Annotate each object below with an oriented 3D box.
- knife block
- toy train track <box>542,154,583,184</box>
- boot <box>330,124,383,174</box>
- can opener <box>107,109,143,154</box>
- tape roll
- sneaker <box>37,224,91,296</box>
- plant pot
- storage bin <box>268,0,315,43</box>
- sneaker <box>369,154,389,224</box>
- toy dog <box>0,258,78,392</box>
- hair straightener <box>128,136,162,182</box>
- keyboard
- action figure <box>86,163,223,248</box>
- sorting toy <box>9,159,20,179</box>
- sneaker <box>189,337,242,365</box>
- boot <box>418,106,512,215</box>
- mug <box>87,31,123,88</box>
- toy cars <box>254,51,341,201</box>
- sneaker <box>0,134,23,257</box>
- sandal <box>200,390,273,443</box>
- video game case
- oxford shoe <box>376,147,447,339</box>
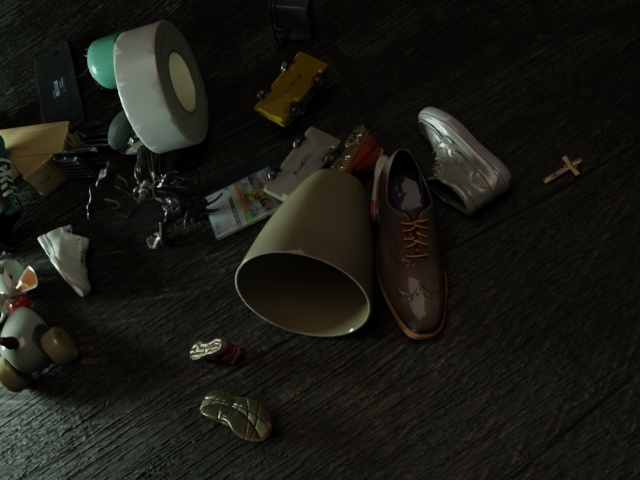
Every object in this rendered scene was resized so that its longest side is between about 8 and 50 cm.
[{"bbox_3d":[-0.635,-0.240,1.971,0.242,0.088,0.276,-42,57,-8],"label":"knife block"},{"bbox_3d":[0.473,-0.134,1.571,0.083,0.014,0.048,-32,63,7],"label":"toy train track"},{"bbox_3d":[0.075,-0.155,1.678,0.059,0.084,0.158,3,56,56],"label":"boot"},{"bbox_3d":[-0.438,-0.327,1.956,0.074,0.093,0.280,-3,56,19],"label":"can opener"},{"bbox_3d":[-0.352,-0.344,1.816,0.100,0.286,0.286,-13,58,13],"label":"tape roll"},{"bbox_3d":[-0.551,0.035,1.799,0.094,0.080,0.212,-34,54,-15],"label":"sneaker"},{"bbox_3d":[0.000,0.000,1.541,0.256,0.256,0.274,2,50,20],"label":"plant pot"},{"bbox_3d":[-0.065,-0.531,1.917,0.091,0.135,0.098,6,63,11],"label":"storage bin"},{"bbox_3d":[0.142,-0.100,1.649,0.075,0.057,0.161,7,62,4],"label":"sneaker"},{"bbox_3d":[-0.660,0.163,1.707,0.334,0.161,0.220,31,75,31],"label":"toy dog"},{"bbox_3d":[-0.411,-0.209,1.869,0.047,0.089,0.230,-20,67,48],"label":"hair straightener"},{"bbox_3d":[-0.650,-0.410,2.107,0.201,0.033,0.317,-27,57,10],"label":"keyboard"},{"bbox_3d":[-0.357,-0.081,1.760,0.276,0.141,0.164,11,54,-5],"label":"action figure"},{"bbox_3d":[-0.934,-0.188,2.044,0.257,0.089,0.255,-39,57,-4],"label":"sorting toy"},{"bbox_3d":[-0.205,0.224,1.593,0.118,0.067,0.042,-17,54,46],"label":"sneaker"},{"bbox_3d":[0.252,-0.160,1.611,0.123,0.095,0.258,-36,57,-11],"label":"boot"},{"bbox_3d":[-0.520,-0.447,2.036,0.097,0.158,0.129,-14,82,14],"label":"mug"},{"bbox_3d":[-0.048,-0.235,1.768,0.176,0.087,0.393,-9,63,1],"label":"toy cars"},{"bbox_3d":[-0.757,-0.107,1.902,0.121,0.108,0.302,2,88,10],"label":"sneaker"},{"bbox_3d":[-0.152,0.331,1.509,0.180,0.049,0.072,12,60,40],"label":"sandal"},{"bbox_3d":[-0.168,-0.082,1.763,0.166,0.015,0.119,-26,56,4],"label":"video game case"},{"bbox_3d":[0.164,0.003,1.506,0.130,0.132,0.363,-9,71,0],"label":"oxford shoe"}]
